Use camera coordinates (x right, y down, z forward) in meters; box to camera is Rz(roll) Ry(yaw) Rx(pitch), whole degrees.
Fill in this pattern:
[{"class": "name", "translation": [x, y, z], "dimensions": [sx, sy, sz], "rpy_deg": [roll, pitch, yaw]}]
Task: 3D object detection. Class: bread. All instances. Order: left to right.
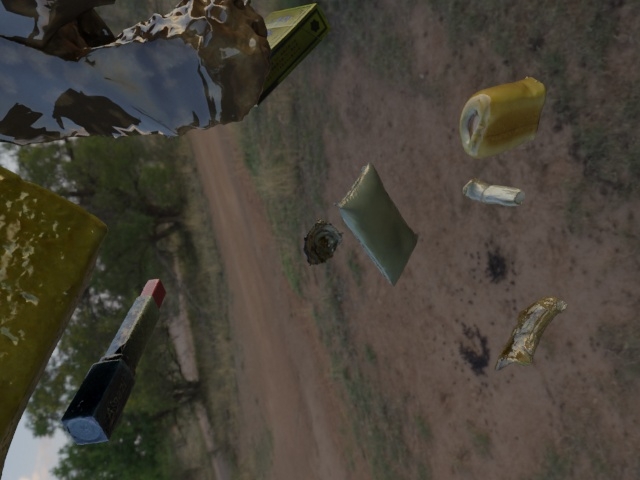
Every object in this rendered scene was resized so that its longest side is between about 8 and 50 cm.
[{"class": "bread", "translation": [-0.435, 0.112, 0.663], "dimensions": [0.233, 0.244, 0.362], "rpy_deg": [-30, 38, 59]}, {"class": "bread", "translation": [0.339, -0.234, 1.043], "dimensions": [0.085, 0.173, 0.134], "rpy_deg": [45, 143, 43]}]

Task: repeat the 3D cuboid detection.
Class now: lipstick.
[{"class": "lipstick", "translation": [-0.287, 0.159, 0.826], "dimensions": [0.312, 0.051, 0.051], "rpy_deg": [-83, -22, -58]}]

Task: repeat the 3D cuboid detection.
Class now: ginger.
[{"class": "ginger", "translation": [0.294, 0.136, 0.780], "dimensions": [0.044, 0.137, 0.057], "rpy_deg": [33, 168, 7]}]

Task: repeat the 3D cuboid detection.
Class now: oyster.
[{"class": "oyster", "translation": [0.003, 0.002, 1.288], "dimensions": [0.056, 0.177, 0.106], "rpy_deg": [13, 101, 27]}]

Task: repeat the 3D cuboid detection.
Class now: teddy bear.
[{"class": "teddy bear", "translation": [-0.191, -0.177, 0.390], "dimensions": [0.246, 0.295, 0.223], "rpy_deg": [48, -147, -54]}]

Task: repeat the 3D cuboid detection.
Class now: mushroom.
[{"class": "mushroom", "translation": [0.432, -0.119, 1.378], "dimensions": [0.059, 0.054, 0.202], "rpy_deg": [-54, 26, -1]}]

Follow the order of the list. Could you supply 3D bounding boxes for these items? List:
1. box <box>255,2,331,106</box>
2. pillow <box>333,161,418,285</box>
[{"class": "box", "translation": [-0.099, -0.338, 1.005], "dimensions": [0.140, 0.220, 0.064], "rpy_deg": [15, 151, 48]}, {"class": "pillow", "translation": [0.106, -0.024, 0.960], "dimensions": [0.053, 0.119, 0.208], "rpy_deg": [-4, 136, 42]}]
